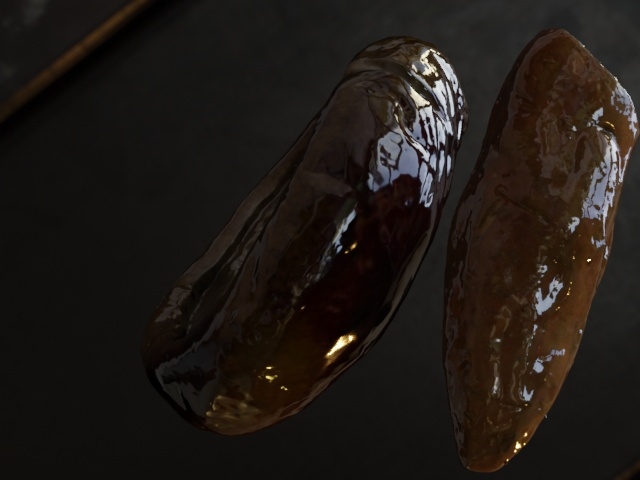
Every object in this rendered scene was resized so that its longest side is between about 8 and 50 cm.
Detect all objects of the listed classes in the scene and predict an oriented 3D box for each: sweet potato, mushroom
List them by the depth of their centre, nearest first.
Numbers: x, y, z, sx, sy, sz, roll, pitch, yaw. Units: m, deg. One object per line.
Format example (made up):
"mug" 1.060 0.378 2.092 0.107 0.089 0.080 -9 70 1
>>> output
"mushroom" 0.000 0.000 0.510 0.123 0.052 0.123 -51 -171 11
"sweet potato" 0.120 0.007 1.044 0.097 0.097 0.251 165 -61 -67
